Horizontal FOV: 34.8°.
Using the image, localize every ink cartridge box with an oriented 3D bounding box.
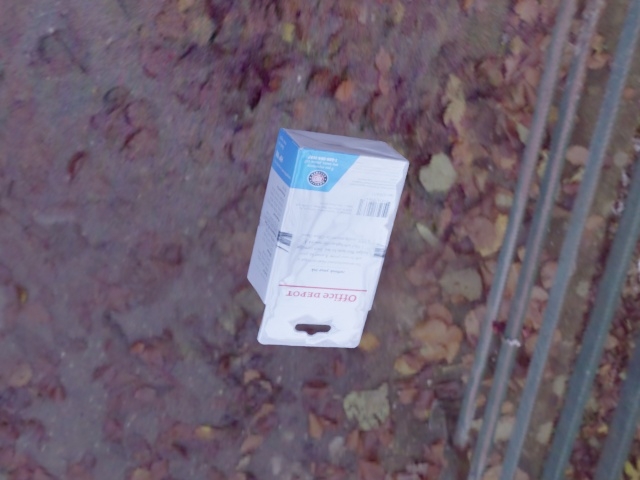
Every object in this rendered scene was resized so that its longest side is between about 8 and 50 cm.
[{"bbox_3d":[0.000,0.000,0.895,0.104,0.060,0.180,5,111,-24],"label":"ink cartridge box"}]
